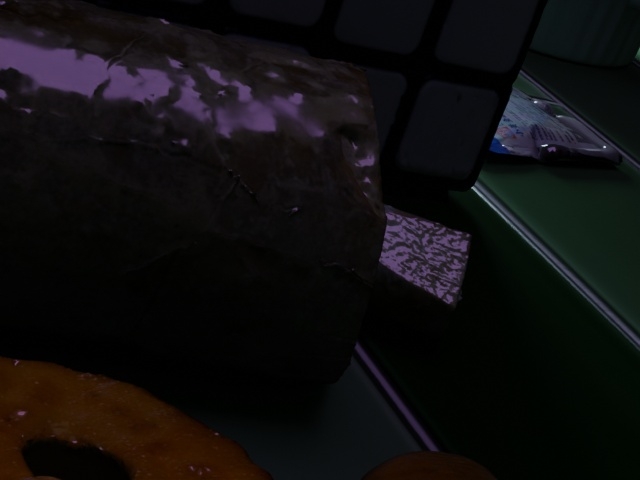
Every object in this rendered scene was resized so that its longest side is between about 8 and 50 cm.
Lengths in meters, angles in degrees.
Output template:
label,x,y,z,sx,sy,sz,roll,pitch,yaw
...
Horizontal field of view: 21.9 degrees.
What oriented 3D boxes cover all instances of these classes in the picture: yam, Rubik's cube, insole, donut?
label,x,y,z,sx,sy,sz,roll,pitch,yaw
yam,-0.092,-0.027,0.774,0.268,0.161,0.161,12,22,-19
Rubik's cube,-0.046,-0.267,1.155,0.337,0.343,0.344,6,24,-32
yam,0.000,0.000,0.922,0.169,0.068,0.068,20,21,4
insole,0.070,-0.057,1.215,0.045,0.002,0.135,16,21,-10
donut,-0.094,0.099,0.602,0.152,0.058,0.152,16,20,-6

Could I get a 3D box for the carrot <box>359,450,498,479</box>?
label,x,y,z,sx,sy,sz,roll,pitch,yaw
carrot,0.045,0.170,0.539,0.078,0.078,0.298,15,25,-10

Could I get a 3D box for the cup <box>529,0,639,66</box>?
label,x,y,z,sx,sy,sz,roll,pitch,yaw
cup,0.299,-0.390,1.700,0.310,0.392,0.401,5,24,-31

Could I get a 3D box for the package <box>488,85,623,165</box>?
label,x,y,z,sx,sy,sz,roll,pitch,yaw
package,0.144,-0.109,1.379,0.173,0.027,0.171,0,31,-41
